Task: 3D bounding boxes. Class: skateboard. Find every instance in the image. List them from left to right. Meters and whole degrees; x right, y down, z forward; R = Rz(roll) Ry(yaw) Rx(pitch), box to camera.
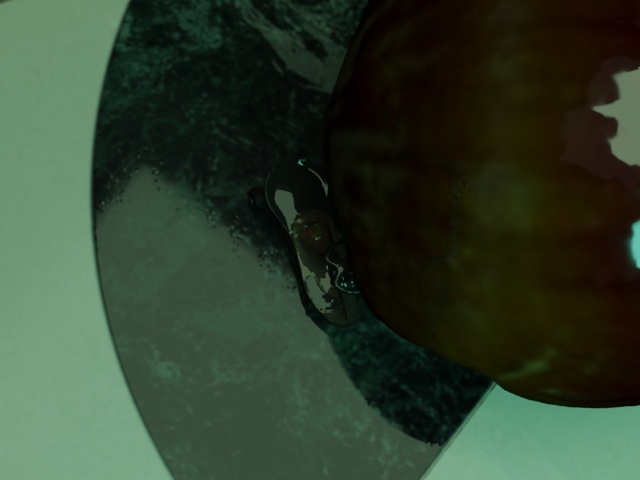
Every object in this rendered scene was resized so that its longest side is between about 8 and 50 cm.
[{"bbox_3d":[0.000,0.000,1.195,0.067,0.080,0.151,-22,79,-16],"label":"skateboard"}]

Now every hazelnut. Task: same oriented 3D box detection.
[{"bbox_3d":[0.207,-0.089,1.080,0.402,0.402,0.429,9,80,-2],"label":"hazelnut"}]
